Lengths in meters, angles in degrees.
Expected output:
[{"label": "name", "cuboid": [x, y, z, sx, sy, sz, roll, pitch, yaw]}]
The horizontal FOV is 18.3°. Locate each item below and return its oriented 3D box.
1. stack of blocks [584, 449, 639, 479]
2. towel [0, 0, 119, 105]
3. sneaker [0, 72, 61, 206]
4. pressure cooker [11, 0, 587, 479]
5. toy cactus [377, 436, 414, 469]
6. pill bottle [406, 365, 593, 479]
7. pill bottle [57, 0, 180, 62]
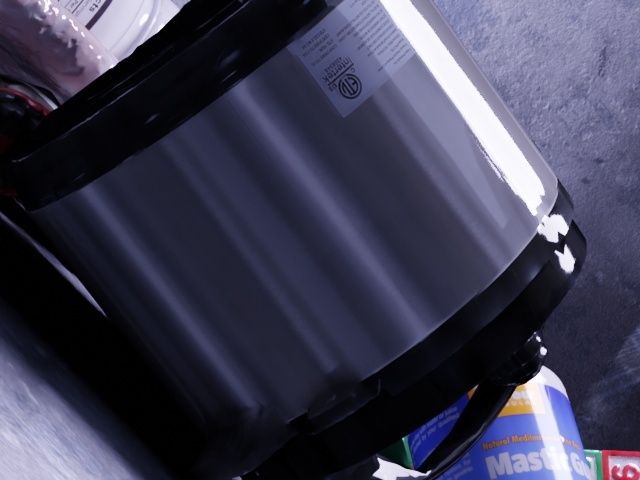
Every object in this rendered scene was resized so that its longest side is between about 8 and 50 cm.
[{"label": "stack of blocks", "cuboid": [0.233, 0.331, 1.936, 0.297, 0.087, 0.171, 115, -23, -64]}, {"label": "towel", "cuboid": [-0.293, -0.174, 1.860, 0.317, 0.053, 0.332, 19, -17, 38]}, {"label": "sneaker", "cuboid": [-0.235, -0.060, 1.783, 0.276, 0.097, 0.135, 43, 7, -37]}, {"label": "pressure cooker", "cuboid": [0.002, 0.000, 1.598, 0.420, 0.370, 0.375, 52, 6, -12]}, {"label": "toy cactus", "cuboid": [0.086, 0.201, 1.906, 0.180, 0.112, 0.219, 60, -2, 31]}, {"label": "pill bottle", "cuboid": [0.161, 0.201, 1.770, 0.152, 0.152, 0.272, 43, 27, -52]}, {"label": "pill bottle", "cuboid": [-0.296, -0.281, 1.975, 0.323, 0.181, 0.181, 38, 7, -30]}]
